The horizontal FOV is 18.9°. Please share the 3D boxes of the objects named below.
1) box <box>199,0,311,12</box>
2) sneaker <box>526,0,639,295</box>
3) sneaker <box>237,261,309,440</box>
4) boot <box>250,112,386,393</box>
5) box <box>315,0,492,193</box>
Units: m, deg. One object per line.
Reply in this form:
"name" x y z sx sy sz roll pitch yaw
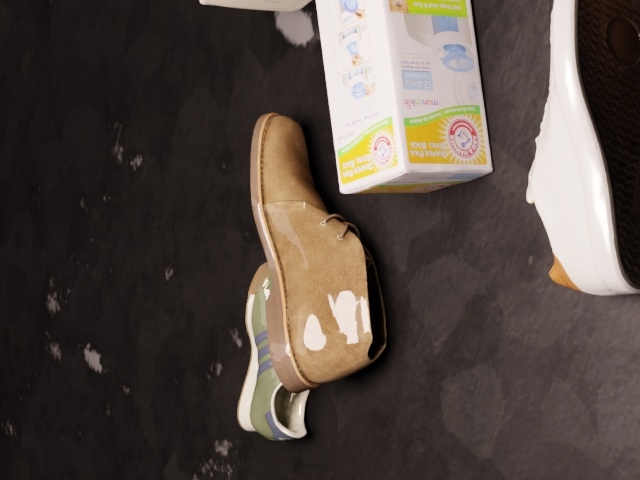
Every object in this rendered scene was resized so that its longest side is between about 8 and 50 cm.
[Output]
"box" -0.057 -0.371 1.975 0.149 0.127 0.232 -30 65 50
"sneaker" 0.216 -0.096 1.642 0.123 0.106 0.290 -7 86 53
"sneaker" -0.034 0.123 2.048 0.086 0.064 0.192 19 106 46
"boot" 0.000 0.000 1.990 0.115 0.112 0.305 -19 68 23
"box" 0.079 -0.151 1.830 0.103 0.114 0.203 -17 76 52
